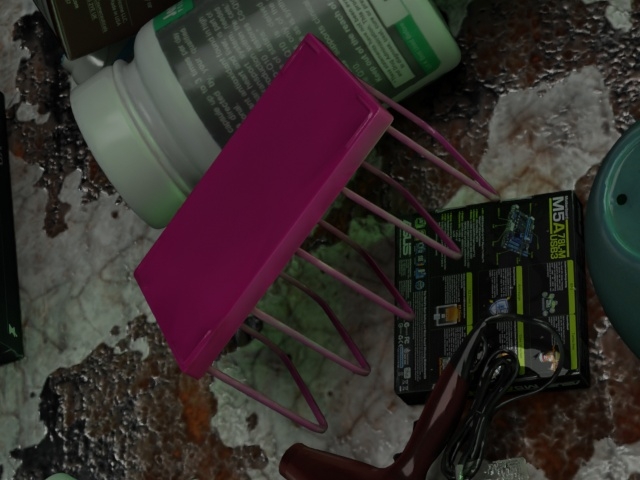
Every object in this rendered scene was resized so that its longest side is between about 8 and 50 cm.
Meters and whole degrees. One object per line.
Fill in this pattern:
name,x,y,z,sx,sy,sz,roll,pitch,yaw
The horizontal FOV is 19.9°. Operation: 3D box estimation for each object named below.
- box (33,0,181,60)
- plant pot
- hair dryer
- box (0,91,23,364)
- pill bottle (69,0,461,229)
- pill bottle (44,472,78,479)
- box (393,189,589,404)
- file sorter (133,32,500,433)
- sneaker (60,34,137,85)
box,-0.137,-0.356,1.910,0.381,0.143,0.191,-24,50,-14
plant pot,0.341,-0.014,1.562,0.290,0.195,0.290,-13,67,33
hair dryer,0.098,0.202,1.678,0.293,0.080,0.224,-14,61,20
box,-0.473,-0.054,1.904,0.178,0.312,0.343,-17,62,16
pill bottle,-0.057,-0.174,1.837,0.361,0.204,0.204,-31,59,7
pill bottle,-0.204,0.292,1.762,0.169,0.094,0.094,25,80,30
box,0.161,0.055,1.737,0.184,0.045,0.191,-8,64,18
file sorter,0.000,0.000,1.694,0.291,0.182,0.202,-53,30,10
sneaker,-0.168,-0.230,1.990,0.228,0.087,0.092,-39,82,-1
